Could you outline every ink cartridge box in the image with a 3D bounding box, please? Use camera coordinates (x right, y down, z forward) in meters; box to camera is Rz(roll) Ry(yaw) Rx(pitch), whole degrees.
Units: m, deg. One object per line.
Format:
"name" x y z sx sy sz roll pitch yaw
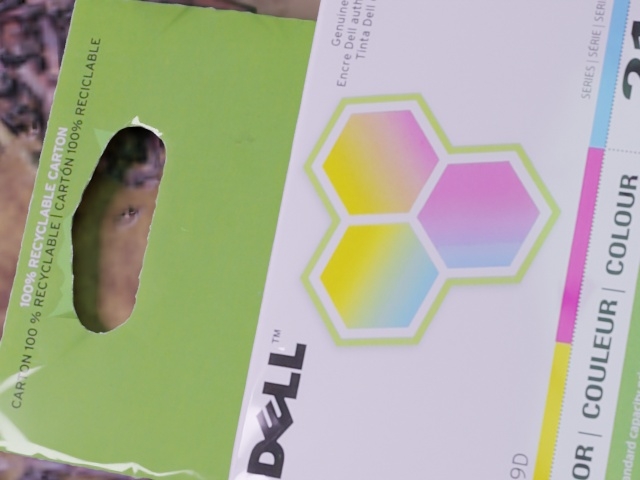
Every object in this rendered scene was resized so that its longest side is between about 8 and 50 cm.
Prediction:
"ink cartridge box" 0.000 0.000 0.605 0.255 0.097 0.189 8 80 16
